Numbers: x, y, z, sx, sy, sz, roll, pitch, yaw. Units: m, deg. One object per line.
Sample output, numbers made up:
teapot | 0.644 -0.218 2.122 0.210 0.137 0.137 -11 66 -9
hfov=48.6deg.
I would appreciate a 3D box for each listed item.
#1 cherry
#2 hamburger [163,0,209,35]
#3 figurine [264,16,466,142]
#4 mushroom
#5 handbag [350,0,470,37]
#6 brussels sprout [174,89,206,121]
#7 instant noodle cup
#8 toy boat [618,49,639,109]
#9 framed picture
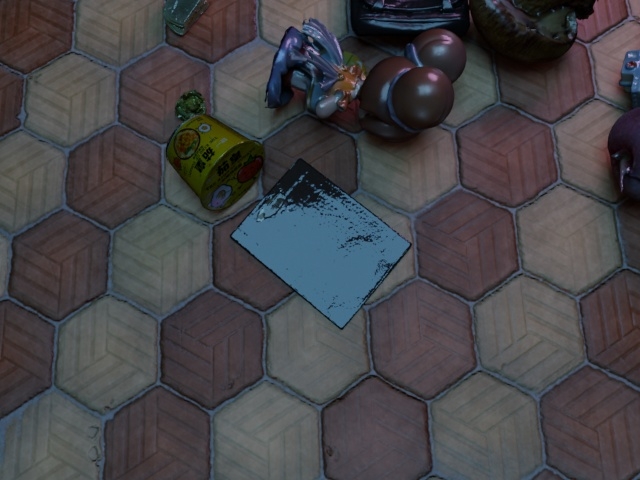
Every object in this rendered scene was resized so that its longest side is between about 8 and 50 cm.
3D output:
cherry | 0.713 -0.182 1.490 0.266 0.183 0.213 -5 82 -16
hamburger | -0.331 -0.558 1.696 0.084 0.054 0.121 33 85 9
figurine | 0.098 -0.350 1.536 0.388 0.248 0.277 20 51 5
mushroom | 0.473 -0.527 1.587 0.283 0.195 0.263 -2 82 9
handbag | 0.207 -0.571 1.645 0.275 0.088 0.244 2 61 0
brussels sprout | -0.296 -0.306 1.621 0.085 0.058 0.085 2 107 6
instant noodle cup | -0.234 -0.177 1.526 0.144 0.182 0.182 40 79 22
toy boat | 0.763 -0.440 1.592 0.133 0.145 0.332 10 72 33
framed picture | 0.000 0.000 1.545 0.324 0.013 0.244 39 78 12
